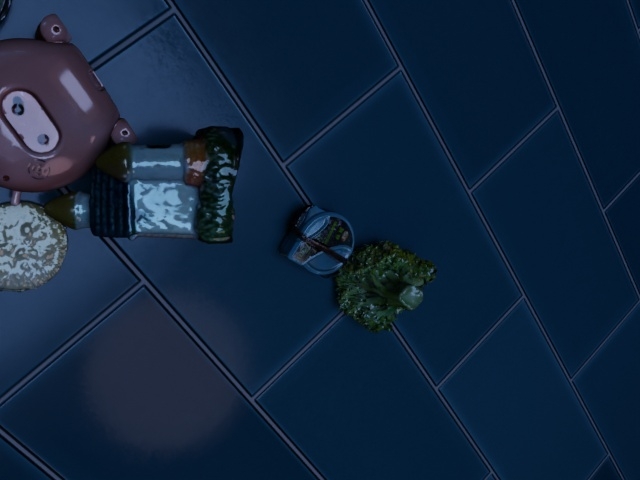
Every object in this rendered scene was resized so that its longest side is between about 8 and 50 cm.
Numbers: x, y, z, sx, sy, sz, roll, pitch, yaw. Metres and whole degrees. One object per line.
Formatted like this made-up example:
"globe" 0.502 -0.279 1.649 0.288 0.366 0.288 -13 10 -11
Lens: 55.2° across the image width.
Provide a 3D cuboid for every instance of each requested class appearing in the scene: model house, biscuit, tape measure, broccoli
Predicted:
"model house" -0.276 -0.079 0.952 0.292 0.253 0.184 -5 99 -17
"biscuit" -0.480 0.010 0.971 0.152 0.020 0.151 -6 102 -28
"tape measure" 0.000 0.000 1.193 0.146 0.081 0.125 31 87 -30
"broccoli" 0.145 0.098 1.227 0.220 0.194 0.194 -24 110 -16

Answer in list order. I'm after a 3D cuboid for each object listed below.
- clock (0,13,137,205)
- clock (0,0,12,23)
"clock" -0.429 -0.179 0.898 0.241 0.142 0.227 -35 114 -15
"clock" -0.515 -0.363 0.833 0.185 0.040 0.184 -23 121 -44
